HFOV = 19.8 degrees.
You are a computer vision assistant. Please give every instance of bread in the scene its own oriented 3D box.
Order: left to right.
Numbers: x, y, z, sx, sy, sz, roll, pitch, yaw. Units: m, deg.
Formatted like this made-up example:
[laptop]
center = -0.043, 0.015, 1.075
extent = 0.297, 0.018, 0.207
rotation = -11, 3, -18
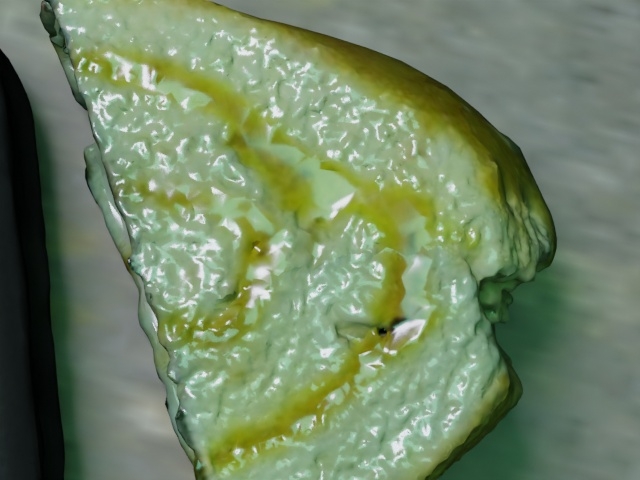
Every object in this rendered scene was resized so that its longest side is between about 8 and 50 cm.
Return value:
[bread]
center = 0.000, -0.006, 0.454
extent = 0.110, 0.103, 0.156
rotation = -20, 87, -1

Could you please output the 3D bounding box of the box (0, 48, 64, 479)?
[box]
center = -0.206, 0.084, 0.441
extent = 0.290, 0.073, 0.289
rotation = -5, 79, -4
